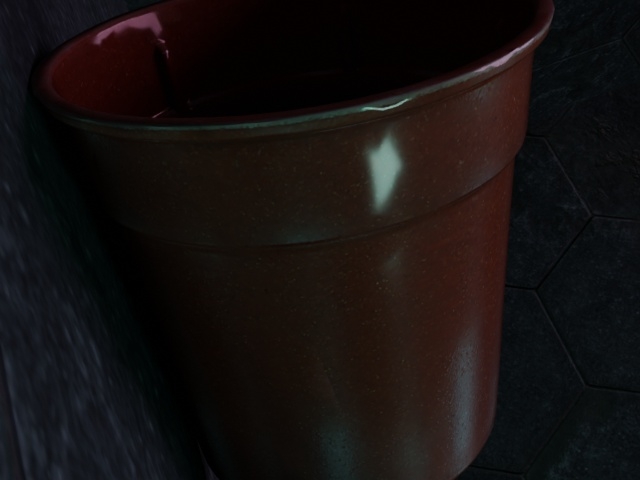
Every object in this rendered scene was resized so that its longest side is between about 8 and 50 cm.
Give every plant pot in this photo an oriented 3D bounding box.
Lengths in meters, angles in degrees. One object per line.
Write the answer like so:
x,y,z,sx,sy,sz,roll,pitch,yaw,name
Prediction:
0.000,0.000,0.519,0.272,0.272,0.265,-118,-163,-60,plant pot
